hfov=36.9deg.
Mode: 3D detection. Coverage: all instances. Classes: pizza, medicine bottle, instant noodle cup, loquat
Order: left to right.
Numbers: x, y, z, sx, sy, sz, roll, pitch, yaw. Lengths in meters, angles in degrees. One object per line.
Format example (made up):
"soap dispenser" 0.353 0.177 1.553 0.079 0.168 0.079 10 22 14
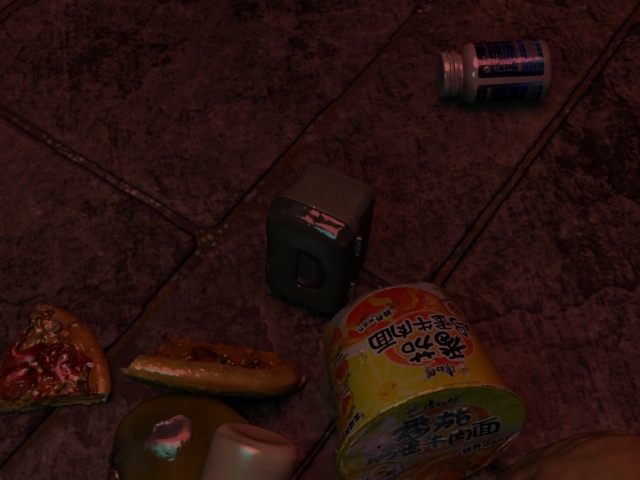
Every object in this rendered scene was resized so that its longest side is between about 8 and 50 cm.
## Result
"pizza" -0.412 0.193 1.410 0.201 0.053 0.193 39 64 22
"loquat" -0.191 0.280 1.305 0.195 0.152 0.152 -13 57 -18
"pizza" -0.156 0.176 1.368 0.292 0.197 0.058 10 93 -32
"medicine bottle" -0.114 0.367 1.219 0.114 0.114 0.252 17 89 10
"instant noodle cup" 0.122 0.194 1.306 0.264 0.264 0.200 -11 50 -8
"medicine bottle" 0.308 -0.300 1.706 0.192 0.107 0.107 -3 57 -2

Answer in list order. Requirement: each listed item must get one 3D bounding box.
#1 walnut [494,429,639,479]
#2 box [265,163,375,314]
"walnut" 0.328 0.409 1.115 0.381 0.381 0.381 0 57 0
"box" 0.000 0.000 1.450 0.148 0.210 0.129 24 52 14
